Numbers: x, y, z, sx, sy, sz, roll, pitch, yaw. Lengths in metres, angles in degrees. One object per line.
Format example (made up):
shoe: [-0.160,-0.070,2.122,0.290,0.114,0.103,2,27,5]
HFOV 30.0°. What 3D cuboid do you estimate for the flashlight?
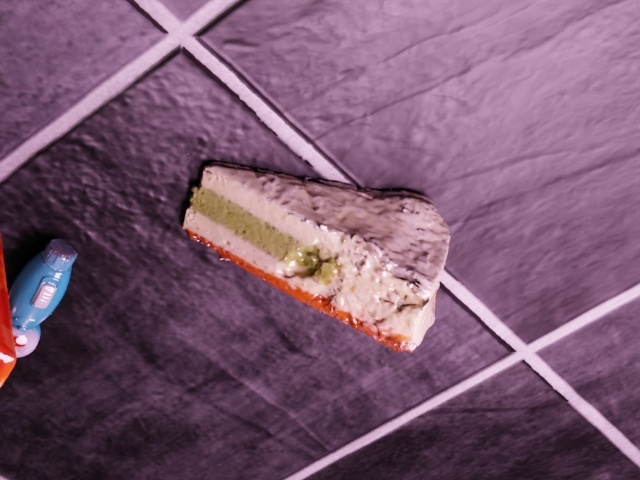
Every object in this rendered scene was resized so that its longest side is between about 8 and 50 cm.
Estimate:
flashlight: [-0.246,0.048,1.013,0.051,0.051,0.129,20,123,-26]

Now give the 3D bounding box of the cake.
cake: [0.010,-0.009,1.000,0.220,0.117,0.086,28,128,9]

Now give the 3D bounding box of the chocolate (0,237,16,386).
chocolate: [-0.330,0.008,0.833,0.108,0.235,0.237,-40,128,13]
